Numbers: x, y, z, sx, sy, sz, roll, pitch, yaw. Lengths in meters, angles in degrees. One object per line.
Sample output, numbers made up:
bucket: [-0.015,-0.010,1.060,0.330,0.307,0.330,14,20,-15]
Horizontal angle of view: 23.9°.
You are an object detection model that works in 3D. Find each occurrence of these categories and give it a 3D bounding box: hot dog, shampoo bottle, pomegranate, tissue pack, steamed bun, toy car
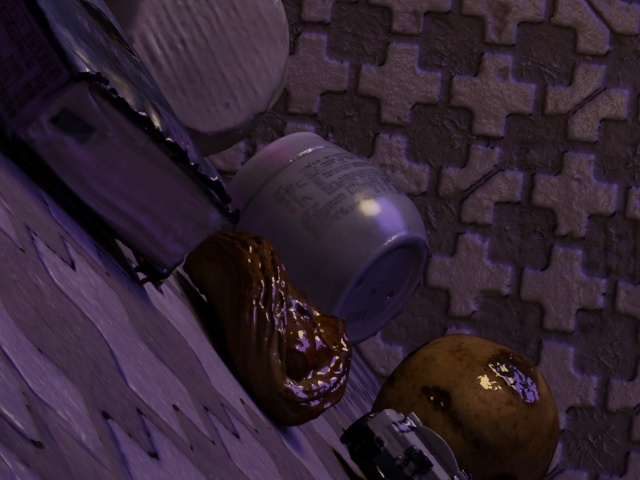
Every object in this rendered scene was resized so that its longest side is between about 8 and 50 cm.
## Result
hot dog: [-0.049,0.085,1.609,0.175,0.114,0.259,50,2,-35]
shampoo bottle: [0.000,0.000,2.214,0.266,0.273,0.273,42,-4,29]
pomegranate: [0.211,0.275,2.193,0.281,0.281,0.281,52,1,-2]
tissue pack: [-0.239,-0.157,1.377,0.259,0.122,0.361,46,8,-49]
steamed bun: [-0.205,-0.255,1.967,0.309,0.309,0.309,52,1,-2]
toy car: [0.126,0.307,1.897,0.193,0.118,0.301,50,-1,22]

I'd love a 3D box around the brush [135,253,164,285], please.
brush: [-0.191,-0.014,1.521,0.082,0.010,0.218,52,1,-33]
